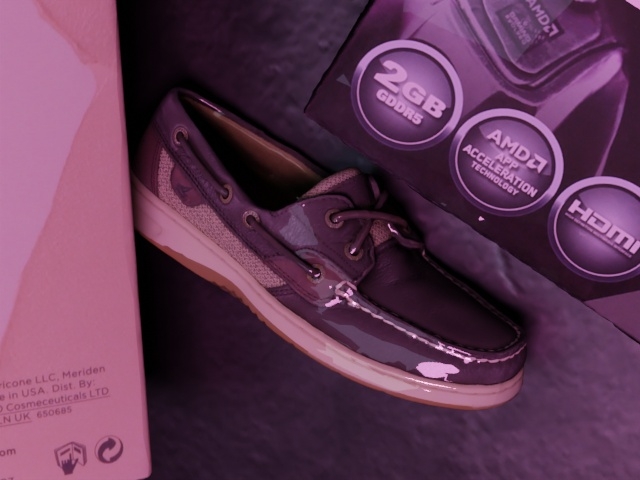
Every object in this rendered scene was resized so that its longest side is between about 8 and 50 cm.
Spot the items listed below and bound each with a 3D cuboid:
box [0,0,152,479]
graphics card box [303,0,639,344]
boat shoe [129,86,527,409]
[{"bbox_3d":[-0.162,-0.046,0.744,0.148,0.121,0.311,-142,47,-65],"label":"box"},{"bbox_3d":[0.185,-0.136,0.574,0.233,0.094,0.371,34,117,-1],"label":"graphics card box"},{"bbox_3d":[0.000,-0.001,0.736,0.223,0.080,0.073,30,119,23],"label":"boat shoe"}]
